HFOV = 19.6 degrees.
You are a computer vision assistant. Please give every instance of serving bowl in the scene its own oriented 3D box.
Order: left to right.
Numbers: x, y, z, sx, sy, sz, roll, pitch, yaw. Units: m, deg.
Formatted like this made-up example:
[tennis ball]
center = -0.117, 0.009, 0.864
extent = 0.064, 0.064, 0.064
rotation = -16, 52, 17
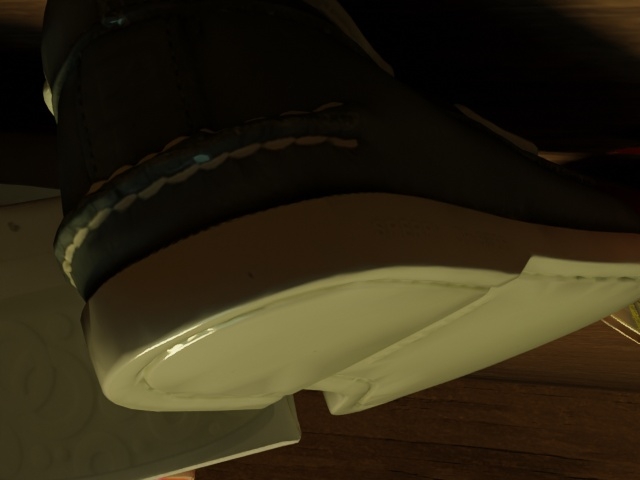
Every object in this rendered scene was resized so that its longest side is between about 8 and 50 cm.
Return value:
[serving bowl]
center = -0.105, -0.029, 0.715
extent = 0.083, 0.027, 0.083
rotation = 6, 173, 1

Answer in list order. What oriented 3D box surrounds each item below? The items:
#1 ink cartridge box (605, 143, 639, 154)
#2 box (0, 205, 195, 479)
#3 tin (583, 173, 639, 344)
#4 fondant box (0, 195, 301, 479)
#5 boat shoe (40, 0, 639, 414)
[ink cartridge box]
center = 0.204, -0.005, 0.596
extent = 0.179, 0.045, 0.145
rotation = 6, 174, -31
[box]
center = -0.221, 0.051, 1.027
extent = 0.300, 0.142, 0.154
rotation = 1, 174, 34
[tin]
center = 0.142, 0.022, 0.733
extent = 0.106, 0.040, 0.189
rotation = 26, 175, 18
[fondant box]
center = -0.190, 0.053, 0.666
extent = 0.238, 0.096, 0.330
rotation = -12, 180, -28
[boat shoe]
center = 0.020, -0.013, 0.525
extent = 0.116, 0.099, 0.319
rotation = -26, 168, 18
